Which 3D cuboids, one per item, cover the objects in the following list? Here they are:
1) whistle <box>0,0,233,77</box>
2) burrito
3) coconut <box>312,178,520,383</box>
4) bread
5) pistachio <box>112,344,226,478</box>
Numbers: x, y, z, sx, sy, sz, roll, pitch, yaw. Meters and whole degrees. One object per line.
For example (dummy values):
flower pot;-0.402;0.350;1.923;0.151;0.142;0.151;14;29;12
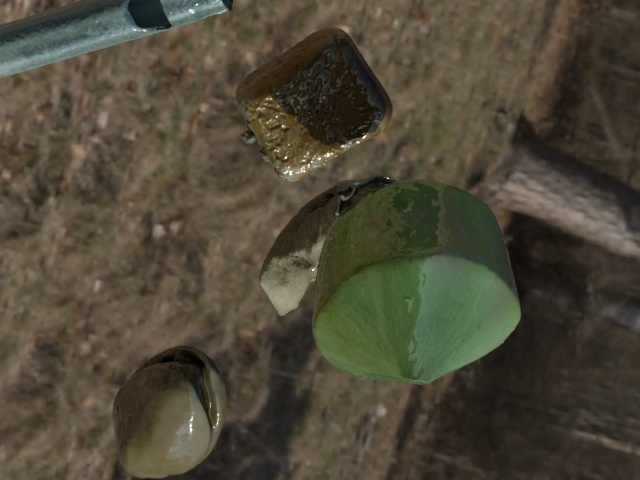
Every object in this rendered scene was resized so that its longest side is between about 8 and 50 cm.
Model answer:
whistle;-0.253;-0.248;1.399;0.062;0.312;0.062;-14;90;-78
burrito;-0.002;0.002;2.294;0.332;0.135;0.190;-35;-150;47
coconut;0.130;0.075;1.764;0.328;0.328;0.281;-79;148;-41
bread;-0.020;-0.227;2.051;0.246;0.196;0.176;-29;-165;9
pistachio;-0.184;0.212;1.492;0.226;0.135;0.136;123;-16;-46
